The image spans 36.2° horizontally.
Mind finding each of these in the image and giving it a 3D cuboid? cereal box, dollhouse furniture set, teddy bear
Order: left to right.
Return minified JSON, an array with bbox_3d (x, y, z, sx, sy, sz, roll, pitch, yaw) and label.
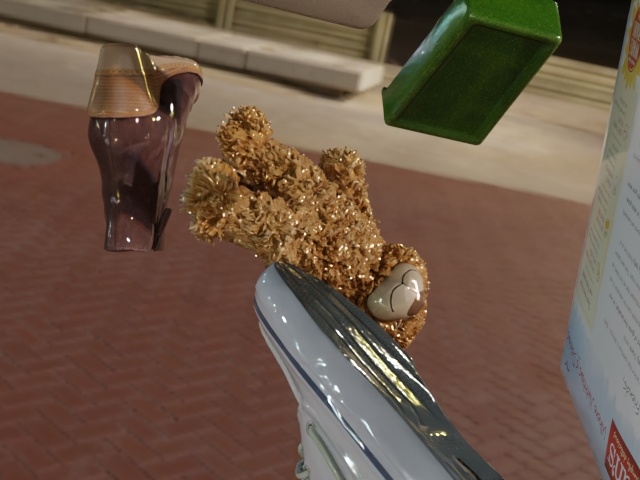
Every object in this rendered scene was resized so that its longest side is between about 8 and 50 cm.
[{"bbox_3d":[0.000,0.000,1.048,0.113,0.338,0.245,-29,12,38],"label":"teddy bear"},{"bbox_3d":[0.030,-0.229,0.830,0.301,0.151,0.197,11,59,-18],"label":"dollhouse furniture set"},{"bbox_3d":[0.159,-0.008,0.429,0.047,0.240,0.173,5,21,2],"label":"cereal box"}]

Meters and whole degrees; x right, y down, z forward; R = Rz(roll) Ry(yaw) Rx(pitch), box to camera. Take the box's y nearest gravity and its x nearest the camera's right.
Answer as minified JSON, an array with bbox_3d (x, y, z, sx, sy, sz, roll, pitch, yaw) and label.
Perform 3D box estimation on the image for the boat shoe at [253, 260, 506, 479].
[{"bbox_3d":[0.020,0.101,0.465,0.083,0.076,0.226,24,19,-47],"label":"boat shoe"}]

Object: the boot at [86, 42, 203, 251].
[{"bbox_3d":[-0.185,-0.093,1.045,0.090,0.207,0.248,0,4,9],"label":"boot"}]
